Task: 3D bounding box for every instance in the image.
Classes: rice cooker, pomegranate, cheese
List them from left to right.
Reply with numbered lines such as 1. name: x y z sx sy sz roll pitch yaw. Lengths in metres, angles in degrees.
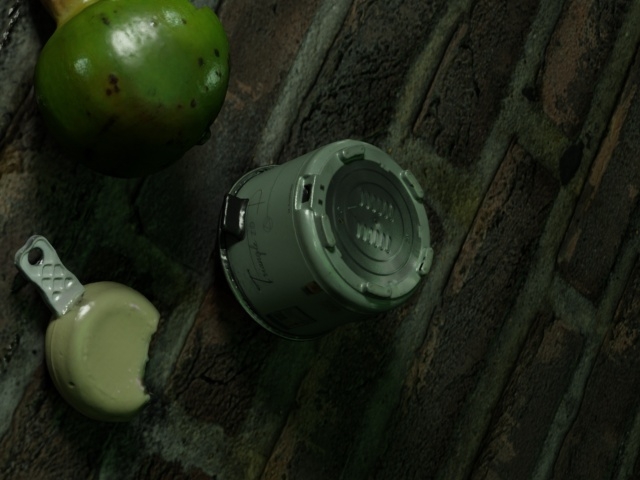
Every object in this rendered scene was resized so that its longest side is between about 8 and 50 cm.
1. cheese: -0.289 0.112 1.861 0.249 0.070 0.163 34 72 -42
2. pomegranate: -0.240 -0.218 1.775 0.236 0.236 0.302 -41 100 -31
3. rice cooker: 0.000 0.000 2.016 0.280 0.227 0.241 21 62 -36
